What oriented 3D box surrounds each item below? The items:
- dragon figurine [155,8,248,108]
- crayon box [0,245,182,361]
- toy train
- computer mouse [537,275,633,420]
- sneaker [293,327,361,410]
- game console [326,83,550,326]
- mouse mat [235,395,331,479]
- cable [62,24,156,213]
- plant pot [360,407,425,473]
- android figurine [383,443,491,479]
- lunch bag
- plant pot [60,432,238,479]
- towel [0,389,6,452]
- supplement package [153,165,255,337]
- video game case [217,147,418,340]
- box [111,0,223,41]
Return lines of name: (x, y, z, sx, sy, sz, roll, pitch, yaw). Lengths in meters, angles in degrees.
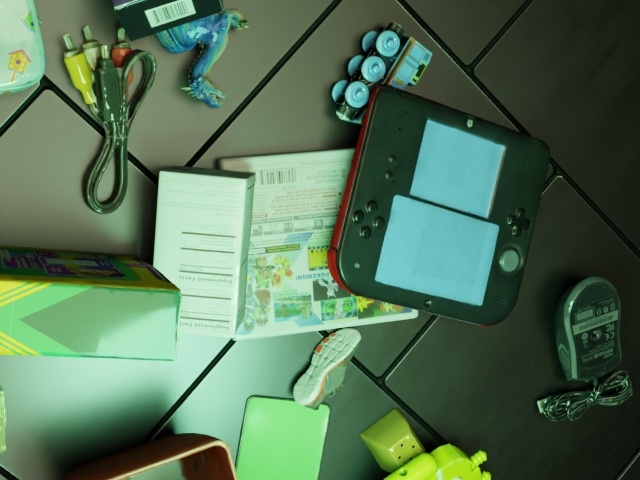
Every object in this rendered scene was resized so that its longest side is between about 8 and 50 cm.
dragon figurine: (-0.212, -0.341, 1.764, 0.144, 0.085, 0.289, -40, 106, -10)
crayon box: (-0.386, 0.081, 1.609, 0.313, 0.363, 0.106, 3, 95, -18)
toy train: (0.099, -0.266, 1.881, 0.105, 0.080, 0.184, 33, 85, -25)
computer mouse: (0.471, 0.182, 2.062, 0.189, 0.072, 0.272, -12, 112, -18)
sneaker: (0.018, 0.218, 1.930, 0.158, 0.061, 0.065, -50, 135, -6)
game console: (0.205, -0.048, 1.911, 0.387, 0.060, 0.342, 15, 92, -32)
mouse mat: (-0.067, 0.360, 1.934, 0.153, 0.007, 0.189, 9, 92, -19)
cable: (-0.323, -0.190, 1.778, 0.139, 0.072, 0.287, -13, 113, -33)
plant pot: (0.132, 0.350, 1.957, 0.081, 0.083, 0.081, -36, 105, -11)
android figurine: (0.176, 0.454, 1.958, 0.273, 0.056, 0.248, -29, 133, -16)
lunch bag: (-0.542, -0.308, 1.650, 0.279, 0.108, 0.224, -13, 97, -17)
plant pot: (-0.263, 0.439, 1.758, 0.267, 0.236, 0.267, -17, 101, -16)
towel: (-0.558, 0.284, 1.754, 0.148, 0.027, 0.110, 0, 97, -19)
supplement package: (-0.181, 0.014, 1.766, 0.134, 0.139, 0.244, 5, 97, 2)
video game case: (0.000, 0.000, 1.900, 0.329, 0.036, 0.299, -6, 98, -18)
box: (-0.247, -0.422, 1.677, 0.153, 0.108, 0.207, -20, 73, -2)
